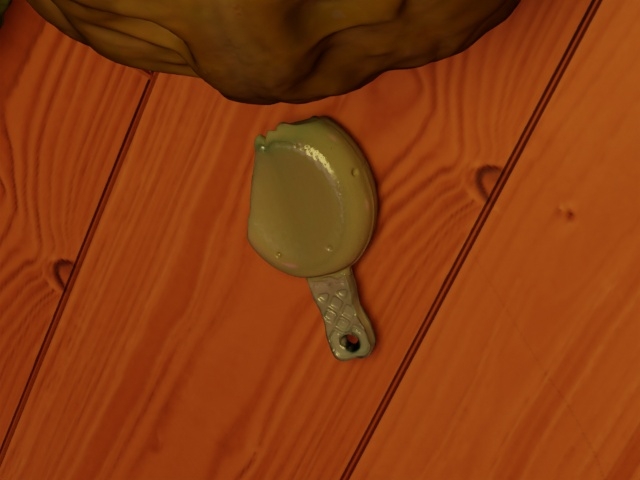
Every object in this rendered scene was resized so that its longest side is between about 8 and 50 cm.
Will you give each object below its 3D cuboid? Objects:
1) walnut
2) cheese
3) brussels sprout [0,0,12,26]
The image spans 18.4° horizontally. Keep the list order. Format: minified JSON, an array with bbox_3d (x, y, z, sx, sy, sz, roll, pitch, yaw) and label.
[{"bbox_3d":[-0.033,-0.233,1.063,0.354,0.398,0.307,9,78,17],"label":"walnut"},{"bbox_3d":[-0.007,-0.001,1.333,0.092,0.047,0.171,10,115,24],"label":"cheese"},{"bbox_3d":[-0.347,-0.215,1.308,0.328,0.247,0.328,13,117,26],"label":"brussels sprout"}]
